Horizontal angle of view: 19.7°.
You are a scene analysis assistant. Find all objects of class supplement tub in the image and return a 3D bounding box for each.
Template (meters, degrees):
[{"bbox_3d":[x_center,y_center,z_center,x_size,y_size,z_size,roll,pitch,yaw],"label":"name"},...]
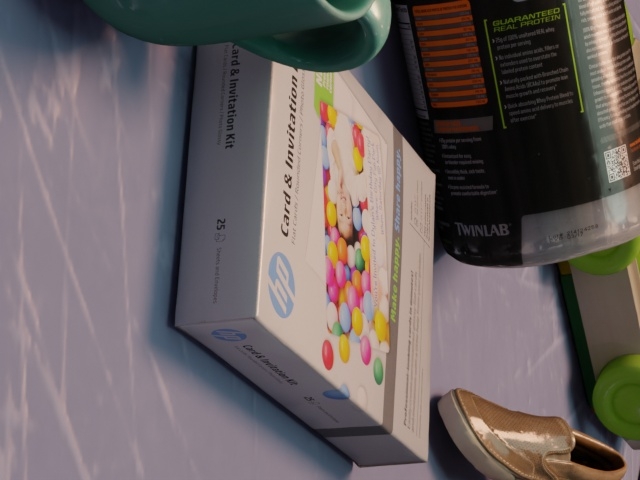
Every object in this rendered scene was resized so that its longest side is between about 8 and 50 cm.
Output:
[{"bbox_3d":[0.103,-0.090,0.953,0.117,0.117,0.190,-38,120,-65],"label":"supplement tub"}]

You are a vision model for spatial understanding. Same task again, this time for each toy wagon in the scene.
[{"bbox_3d":[0.212,-0.035,1.271,0.267,0.068,0.344,-52,130,-61],"label":"toy wagon"}]

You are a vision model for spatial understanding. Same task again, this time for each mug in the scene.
[{"bbox_3d":[-0.041,-0.119,0.633,0.129,0.097,0.158,-48,128,-63],"label":"mug"}]

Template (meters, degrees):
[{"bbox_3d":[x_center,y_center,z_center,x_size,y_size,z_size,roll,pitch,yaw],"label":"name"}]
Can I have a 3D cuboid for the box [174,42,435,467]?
[{"bbox_3d":[0.000,0.000,0.778,0.186,0.038,0.145,44,44,-56],"label":"box"}]

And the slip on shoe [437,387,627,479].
[{"bbox_3d":[0.113,0.107,0.971,0.135,0.041,0.051,36,24,-37],"label":"slip on shoe"}]
